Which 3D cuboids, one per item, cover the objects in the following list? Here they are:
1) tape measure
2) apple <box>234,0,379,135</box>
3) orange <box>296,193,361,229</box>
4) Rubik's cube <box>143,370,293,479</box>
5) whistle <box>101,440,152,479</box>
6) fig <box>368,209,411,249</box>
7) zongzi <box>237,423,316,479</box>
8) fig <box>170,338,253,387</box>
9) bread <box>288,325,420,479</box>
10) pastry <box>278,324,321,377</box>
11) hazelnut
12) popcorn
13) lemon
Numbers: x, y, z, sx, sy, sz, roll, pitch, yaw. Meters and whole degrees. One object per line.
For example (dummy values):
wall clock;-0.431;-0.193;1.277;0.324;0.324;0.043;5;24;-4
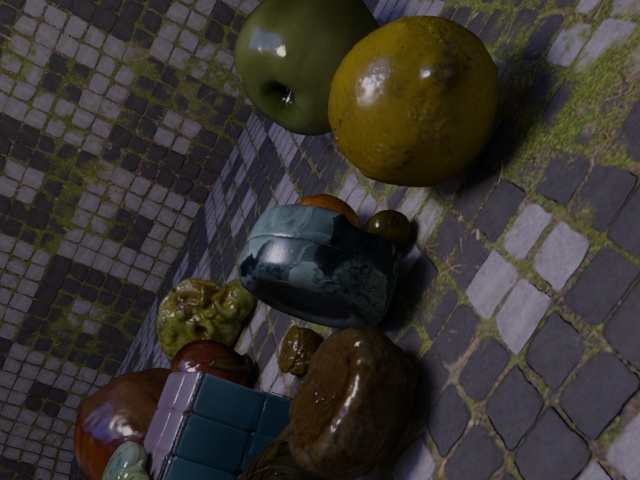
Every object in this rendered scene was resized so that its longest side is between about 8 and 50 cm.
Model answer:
tape measure;-0.004;0.046;1.096;0.275;0.256;0.147;-35;35;64
apple;-0.026;-0.442;1.604;0.357;0.357;0.357;-51;24;34
orange;-0.001;-0.003;1.297;0.177;0.155;0.178;-40;39;42
Rubik's cube;-0.191;0.378;1.221;0.221;0.231;0.225;-25;45;60
whistle;-0.312;0.396;1.104;0.198;0.057;0.104;-11;51;58
fig;0.116;-0.013;1.139;0.088;0.074;0.074;103;-178;-64
zongzi;-0.105;0.444;1.074;0.274;0.145;0.300;-49;11;16
fig;-0.246;0.316;1.519;0.205;0.205;0.205;-51;24;34
bread;0.048;0.233;0.949;0.230;0.123;0.230;-54;17;25
pastry;-0.041;0.216;1.290;0.109;0.057;0.097;-141;71;-72
hazelnut;-0.430;0.493;1.615;0.372;0.315;0.372;5;-90;-87
popcorn;-0.322;0.209;1.755;0.286;0.225;0.174;-59;24;20
lemon;0.144;-0.211;1.022;0.310;0.258;0.258;139;152;-74
